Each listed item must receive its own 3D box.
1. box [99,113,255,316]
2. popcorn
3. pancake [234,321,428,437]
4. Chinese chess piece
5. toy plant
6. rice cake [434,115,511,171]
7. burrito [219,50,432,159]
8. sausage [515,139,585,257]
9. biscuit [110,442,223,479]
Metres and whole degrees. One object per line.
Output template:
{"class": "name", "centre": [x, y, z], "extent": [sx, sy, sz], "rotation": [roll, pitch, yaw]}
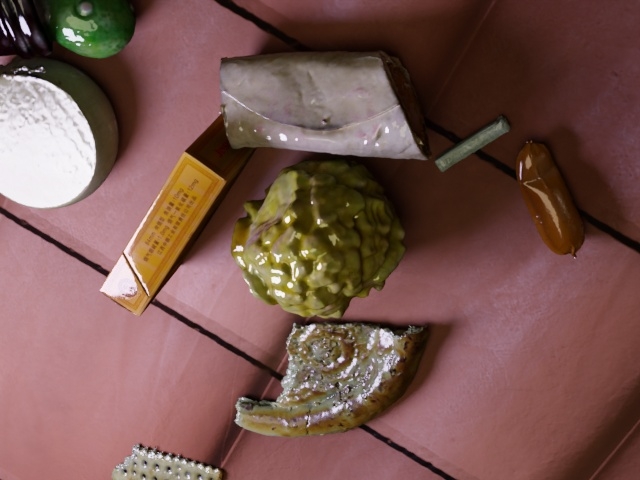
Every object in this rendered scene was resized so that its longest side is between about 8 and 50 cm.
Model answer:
{"class": "box", "centre": [-0.201, -0.039, 1.922], "extent": [0.076, 0.174, 0.274], "rotation": [35, 119, -1]}
{"class": "popcorn", "centre": [0.000, 0.000, 1.869], "extent": [0.212, 0.259, 0.259], "rotation": [32, 120, -17]}
{"class": "pancake", "centre": [0.016, 0.209, 2.045], "extent": [0.376, 0.054, 0.197], "rotation": [-36, 100, 26]}
{"class": "Chinese chess piece", "centre": [-0.410, -0.162, 1.973], "extent": [0.237, 0.092, 0.238], "rotation": [7, 117, 14]}
{"class": "toy plant", "centre": [-0.390, -0.341, 1.849], "extent": [0.235, 0.175, 0.218], "rotation": [-19, 104, -4]}
{"class": "rice cake", "centre": [0.210, -0.133, 1.843], "extent": [0.121, 0.021, 0.022], "rotation": [-32, 107, 29]}
{"class": "burrito", "centre": [0.011, -0.187, 1.820], "extent": [0.299, 0.105, 0.143], "rotation": [4, 86, 17]}
{"class": "sausage", "centre": [0.313, -0.055, 1.832], "extent": [0.062, 0.054, 0.183], "rotation": [-30, 103, -7]}
{"class": "biscuit", "centre": [-0.263, 0.415, 2.245], "extent": [0.203, 0.016, 0.144], "rotation": [14, 118, 9]}
